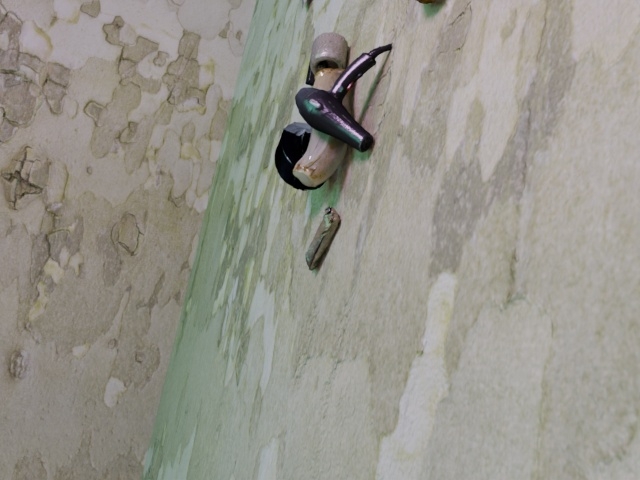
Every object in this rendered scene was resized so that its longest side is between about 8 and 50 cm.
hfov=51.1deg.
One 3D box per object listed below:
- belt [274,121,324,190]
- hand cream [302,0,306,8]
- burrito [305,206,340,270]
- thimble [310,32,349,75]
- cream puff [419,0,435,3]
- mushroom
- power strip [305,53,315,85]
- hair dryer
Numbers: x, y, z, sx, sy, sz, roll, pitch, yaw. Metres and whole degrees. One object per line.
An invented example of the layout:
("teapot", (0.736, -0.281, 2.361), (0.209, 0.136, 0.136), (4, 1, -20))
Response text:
("belt", (-0.039, -0.222, 1.737), (0.078, 0.151, 0.198), (116, 152, -45))
("hand cream", (-0.023, -0.994, 2.390), (0.139, 0.089, 0.314), (-92, 22, -44))
("burrito", (0.002, 0.001, 1.620), (0.171, 0.042, 0.051), (-62, 26, 24))
("thimble", (0.024, -0.509, 1.861), (0.115, 0.102, 0.090), (75, -159, -67))
("cream puff", (0.208, -0.566, 1.366), (0.165, 0.115, 0.150), (-149, 71, -69))
("mushroom", (0.016, -0.285, 1.672), (0.095, 0.123, 0.351), (117, 167, -61))
("power strip", (-0.021, -0.546, 2.120), (0.038, 0.029, 0.111), (169, 113, -68))
("hair dryer", (0.086, -0.353, 1.553), (0.235, 0.091, 0.271), (41, 97, 29))
